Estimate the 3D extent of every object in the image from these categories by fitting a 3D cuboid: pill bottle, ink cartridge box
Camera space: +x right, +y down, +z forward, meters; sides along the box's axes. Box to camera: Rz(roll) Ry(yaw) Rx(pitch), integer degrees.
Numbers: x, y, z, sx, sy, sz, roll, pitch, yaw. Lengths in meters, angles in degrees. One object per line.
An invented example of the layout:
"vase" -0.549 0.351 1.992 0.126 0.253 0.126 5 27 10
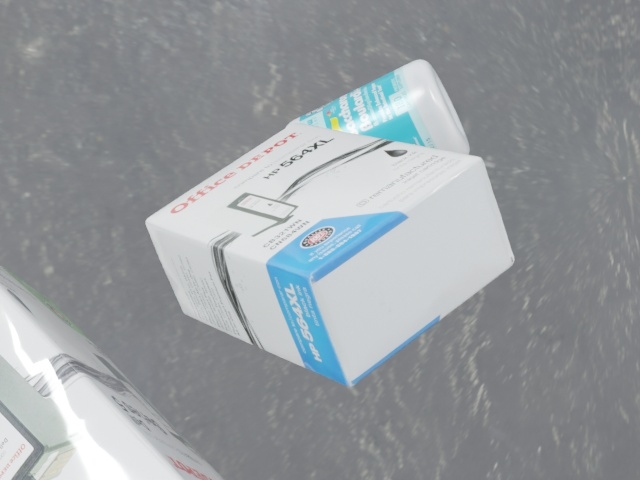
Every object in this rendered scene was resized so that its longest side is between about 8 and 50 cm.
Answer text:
"pill bottle" 0.051 -0.119 1.630 0.264 0.146 0.146 -25 87 12
"ink cartridge box" 0.000 0.000 0.823 0.148 0.203 0.086 -35 119 -26
"ink cartridge box" -0.178 0.134 0.832 0.273 0.198 0.115 41 84 23
